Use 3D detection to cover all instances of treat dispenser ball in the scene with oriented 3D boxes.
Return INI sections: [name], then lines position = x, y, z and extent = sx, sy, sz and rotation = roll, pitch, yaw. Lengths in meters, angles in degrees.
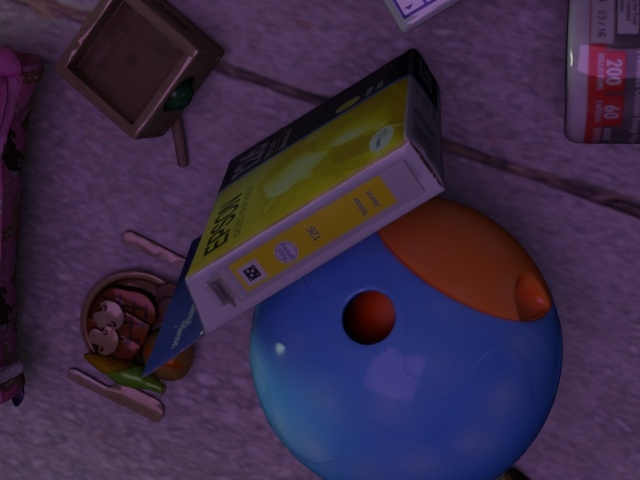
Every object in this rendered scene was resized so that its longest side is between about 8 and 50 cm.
[treat dispenser ball]
position = 0.079, 0.100, 1.284
extent = 0.288, 0.288, 0.288
rotation = 2, 105, 9

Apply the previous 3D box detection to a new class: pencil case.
[pencil case]
position = -0.367, -0.012, 1.396
extent = 0.167, 0.160, 0.386
rotation = 8, 105, 8

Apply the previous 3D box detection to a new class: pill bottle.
[pill bottle]
position = 0.362, -0.164, 1.235
extent = 0.283, 0.161, 0.161
rotation = 1, 105, 9

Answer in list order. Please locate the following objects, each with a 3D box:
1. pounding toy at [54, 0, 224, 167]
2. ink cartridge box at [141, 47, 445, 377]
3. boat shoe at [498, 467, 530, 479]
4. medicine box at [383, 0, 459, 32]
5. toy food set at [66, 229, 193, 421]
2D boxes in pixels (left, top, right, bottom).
[pounding toy]
position = -0.167, -0.161, 1.367
extent = 0.141, 0.100, 0.130
rotation = 41, 107, 8
[ink cartridge box]
position = -0.031, -0.039, 1.255
extent = 0.307, 0.303, 0.072
rotation = -29, 108, 14
[boat shoe]
position = 0.230, 0.297, 1.439
extent = 0.135, 0.050, 0.045
rotation = 46, 110, 6
[medicine box]
position = 0.134, -0.372, 1.224
extent = 0.289, 0.149, 0.263
rotation = -29, 98, 15
[toy food set]
position = -0.191, 0.094, 1.456
extent = 0.132, 0.038, 0.192
rotation = 24, 107, 3
